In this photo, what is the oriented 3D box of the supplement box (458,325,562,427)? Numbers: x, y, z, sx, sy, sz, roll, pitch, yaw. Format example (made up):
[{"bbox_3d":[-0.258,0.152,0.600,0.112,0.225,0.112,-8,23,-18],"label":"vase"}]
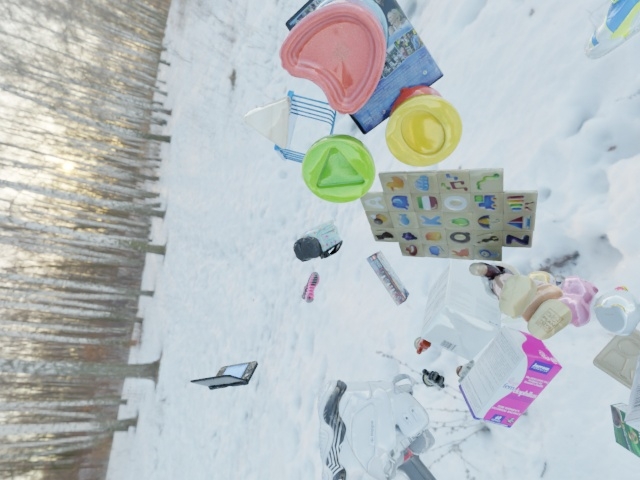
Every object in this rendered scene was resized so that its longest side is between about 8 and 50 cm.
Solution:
[{"bbox_3d":[0.459,0.337,1.005,0.114,0.111,0.220,-97,28,-63],"label":"supplement box"}]

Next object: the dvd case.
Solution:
[{"bbox_3d":[0.079,-0.350,0.747,0.180,0.253,0.022,-34,13,21],"label":"dvd case"}]

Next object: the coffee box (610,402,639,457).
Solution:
[{"bbox_3d":[0.839,0.510,1.057,0.184,0.040,0.113,-120,22,-90],"label":"coffee box"}]

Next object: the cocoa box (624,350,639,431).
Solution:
[{"bbox_3d":[0.883,0.297,0.888,0.347,0.227,0.231,-51,-15,-29],"label":"cocoa box"}]

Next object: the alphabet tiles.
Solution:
[{"bbox_3d":[0.261,-0.044,0.861,0.342,0.285,0.011,2,55,26],"label":"alphabet tiles"}]

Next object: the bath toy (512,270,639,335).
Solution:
[{"bbox_3d":[0.688,0.161,1.120,0.348,0.128,0.152,0,106,61],"label":"bath toy"}]

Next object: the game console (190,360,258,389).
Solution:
[{"bbox_3d":[-0.232,0.321,0.995,0.122,0.071,0.107,-16,23,25],"label":"game console"}]

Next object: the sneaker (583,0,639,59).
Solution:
[{"bbox_3d":[0.448,-0.380,0.559,0.126,0.091,0.240,48,131,8],"label":"sneaker"}]

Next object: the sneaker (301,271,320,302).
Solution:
[{"bbox_3d":[-0.042,0.171,1.522,0.057,0.047,0.120,18,89,56],"label":"sneaker"}]

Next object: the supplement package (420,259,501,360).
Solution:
[{"bbox_3d":[0.508,0.243,1.474,0.263,0.199,0.198,-59,-7,-49],"label":"supplement package"}]

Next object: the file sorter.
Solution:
[{"bbox_3d":[-0.028,-0.227,0.875,0.170,0.104,0.118,-96,21,-86],"label":"file sorter"}]

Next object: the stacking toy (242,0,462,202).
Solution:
[{"bbox_3d":[0.051,-0.230,0.700,0.279,0.309,0.130,-33,28,31],"label":"stacking toy"}]

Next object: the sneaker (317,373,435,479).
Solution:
[{"bbox_3d":[0.113,0.411,0.744,0.366,0.210,0.137,-97,-12,-48],"label":"sneaker"}]

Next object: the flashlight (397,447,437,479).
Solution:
[{"bbox_3d":[0.264,0.618,1.036,0.304,0.103,0.103,40,114,55],"label":"flashlight"}]

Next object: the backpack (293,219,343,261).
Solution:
[{"bbox_3d":[0.000,0.000,1.537,0.151,0.182,0.115,-3,110,44],"label":"backpack"}]

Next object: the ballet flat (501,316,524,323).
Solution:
[{"bbox_3d":[0.742,0.263,1.751,0.482,0.164,0.182,1,59,23],"label":"ballet flat"}]

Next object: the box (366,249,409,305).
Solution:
[{"bbox_3d":[0.169,0.091,1.015,0.027,0.094,0.137,-35,82,16],"label":"box"}]

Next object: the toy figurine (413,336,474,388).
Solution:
[{"bbox_3d":[0.479,0.452,1.573,0.148,0.209,0.213,89,169,-69],"label":"toy figurine"}]

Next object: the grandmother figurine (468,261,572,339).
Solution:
[{"bbox_3d":[0.406,0.103,0.847,0.104,0.208,0.342,-45,-5,13],"label":"grandmother figurine"}]

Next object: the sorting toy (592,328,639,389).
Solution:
[{"bbox_3d":[1.087,0.414,1.399,0.193,0.038,0.208,38,132,31],"label":"sorting toy"}]
